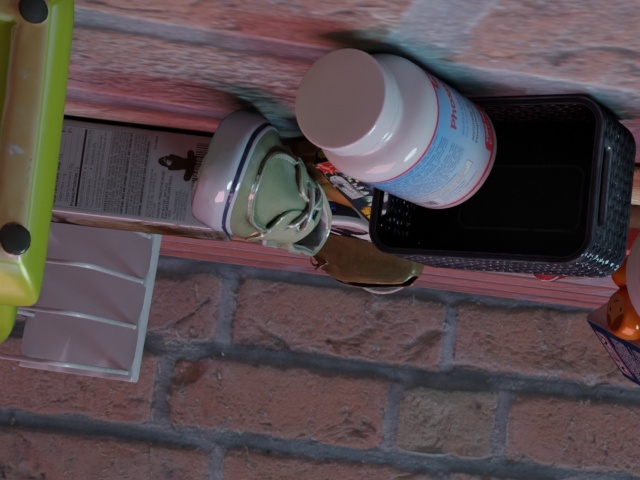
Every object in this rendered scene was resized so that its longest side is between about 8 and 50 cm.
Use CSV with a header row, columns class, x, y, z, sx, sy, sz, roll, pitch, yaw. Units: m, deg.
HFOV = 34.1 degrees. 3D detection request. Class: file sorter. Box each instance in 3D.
class,x,y,z,sx,sy,sz,roll,pitch,yaw
file sorter,-0.350,0.037,1.423,0.193,0.277,0.173,4,170,22

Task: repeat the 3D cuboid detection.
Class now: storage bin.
class,x,y,z,sx,sy,sz,roll,pitch,yaw
storage bin,0.139,-0.040,0.803,0.180,0.122,0.084,3,173,34

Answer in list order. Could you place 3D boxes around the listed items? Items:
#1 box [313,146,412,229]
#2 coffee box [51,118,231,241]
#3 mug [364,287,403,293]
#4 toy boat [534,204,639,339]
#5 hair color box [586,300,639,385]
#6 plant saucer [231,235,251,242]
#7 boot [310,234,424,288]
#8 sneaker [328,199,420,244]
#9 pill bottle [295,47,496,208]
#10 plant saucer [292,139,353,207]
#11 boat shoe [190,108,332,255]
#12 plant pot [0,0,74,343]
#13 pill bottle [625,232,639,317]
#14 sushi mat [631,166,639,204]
class,x,y,z,sx,sy,sz,roll,pitch,yaw
box,0.070,-0.049,0.943,0.094,0.027,0.137,-11,143,34
coffee box,-0.214,-0.064,1.098,0.247,0.098,0.141,7,174,-1
mug,0.120,0.029,1.609,0.150,0.113,0.169,8,178,8
toy boat,0.355,0.038,1.196,0.231,0.151,0.151,4,174,20
hair color box,0.458,0.110,1.199,0.174,0.105,0.347,-36,-171,-1
plant saucer,-0.117,-0.027,1.664,0.278,0.041,0.278,6,174,1
boot,0.000,0.000,1.431,0.305,0.115,0.112,5,176,23
sneaker,0.068,-0.034,1.243,0.217,0.079,0.121,14,178,7
pill bottle,0.053,-0.077,0.715,0.087,0.087,0.160,3,173,32
plant saucer,0.065,-0.055,1.058,0.200,0.037,0.200,14,172,2
boat shoe,-0.042,-0.045,0.961,0.094,0.109,0.302,22,178,8
plant pot,-0.273,-0.059,0.635,0.228,0.227,0.207,10,168,-27
pill bottle,0.364,0.016,0.852,0.160,0.160,0.283,7,171,-4
sushi mat,0.274,-0.056,1.021,0.317,0.019,0.151,7,175,-8
